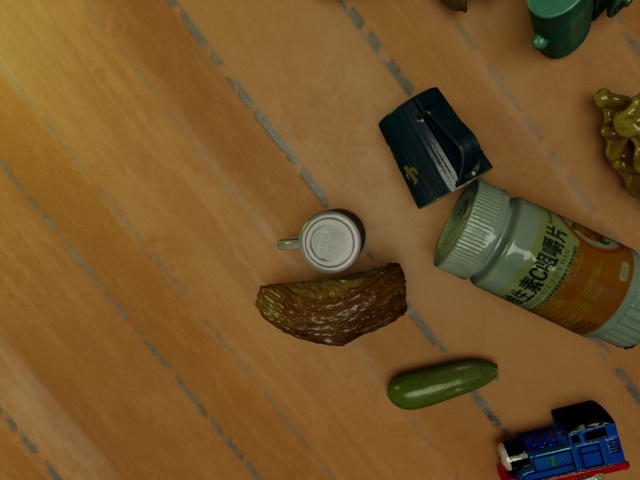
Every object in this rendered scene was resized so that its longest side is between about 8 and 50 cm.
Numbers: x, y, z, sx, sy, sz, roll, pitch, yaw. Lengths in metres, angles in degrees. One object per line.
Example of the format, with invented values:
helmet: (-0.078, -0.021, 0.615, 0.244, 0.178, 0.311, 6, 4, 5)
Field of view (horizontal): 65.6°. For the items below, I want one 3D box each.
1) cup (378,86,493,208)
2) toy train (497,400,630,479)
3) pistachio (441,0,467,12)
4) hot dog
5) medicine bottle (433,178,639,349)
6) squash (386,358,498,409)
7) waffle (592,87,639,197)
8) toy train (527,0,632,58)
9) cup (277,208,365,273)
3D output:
cup: (0.178, -0.149, 0.767, 0.131, 0.176, 0.155, -30, 88, -11)
toy train: (0.410, 0.370, 0.863, 0.204, 0.083, 0.131, -17, 97, 6)
pistachio: (0.201, -0.448, 0.735, 0.129, 0.131, 0.206, -26, 98, 17)
hot dog: (0.019, 0.116, 0.827, 0.259, 0.175, 0.114, -12, 74, 10)
medicine bottle: (0.355, 0.039, 0.779, 0.318, 0.158, 0.158, 25, 100, 1)
squash: (0.216, 0.252, 0.875, 0.201, 0.066, 0.066, -14, 97, 5)
waffle: (0.593, -0.188, 0.726, 0.324, 0.151, 0.261, -36, 99, 13)
toy train: (0.355, -0.337, 0.688, 0.101, 0.248, 0.159, 45, 113, 18)
cup: (0.007, 0.008, 0.822, 0.136, 0.133, 0.099, -34, 91, 9)
